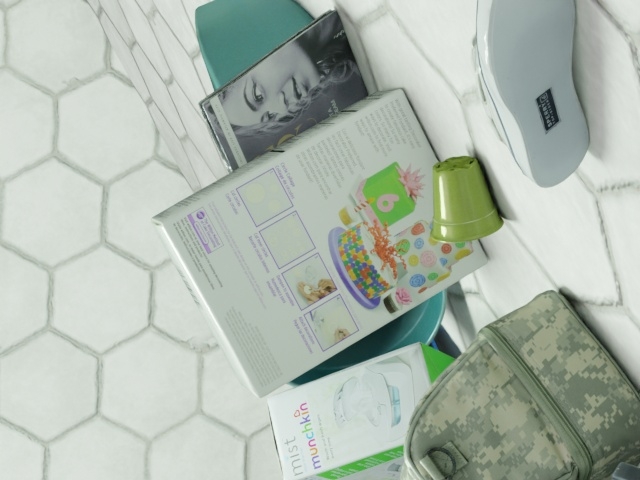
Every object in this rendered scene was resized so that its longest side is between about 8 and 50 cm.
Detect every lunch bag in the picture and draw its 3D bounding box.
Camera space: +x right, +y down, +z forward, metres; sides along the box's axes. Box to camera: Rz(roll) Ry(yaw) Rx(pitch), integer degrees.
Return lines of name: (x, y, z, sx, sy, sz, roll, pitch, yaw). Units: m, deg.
lunch bag: (0.203, 0.235, 1.653, 0.213, 0.256, 0.305, 57, 169, 20)

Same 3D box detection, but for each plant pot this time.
plant pot: (0.155, -0.049, 1.638, 0.083, 0.083, 0.079, -145, 40, -66)
plant pot: (0.009, 0.024, 2.035, 0.255, 0.271, 0.272, -110, -1, -55)
plant pot: (-0.072, -0.228, 1.987, 0.165, 0.165, 0.234, 74, 170, -51)

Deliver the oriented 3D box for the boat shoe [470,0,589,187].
boat shoe: (0.164, -0.151, 1.266, 0.084, 0.095, 0.258, 45, 161, 40)

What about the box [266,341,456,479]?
box: (0.093, 0.245, 1.964, 0.262, 0.231, 0.127, 30, -138, -61)

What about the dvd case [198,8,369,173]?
dvd case: (-0.035, -0.159, 1.820, 0.018, 0.221, 0.165, 22, 143, 49)

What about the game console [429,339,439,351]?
game console: (0.095, 0.243, 2.221, 0.250, 0.173, 0.293, 87, 163, -58)

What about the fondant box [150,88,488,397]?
fondant box: (0.000, 0.000, 1.765, 0.238, 0.330, 0.096, 62, 169, -10)

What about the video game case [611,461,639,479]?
video game case: (0.397, 0.341, 1.452, 0.196, 0.026, 0.274, 16, 140, 37)
